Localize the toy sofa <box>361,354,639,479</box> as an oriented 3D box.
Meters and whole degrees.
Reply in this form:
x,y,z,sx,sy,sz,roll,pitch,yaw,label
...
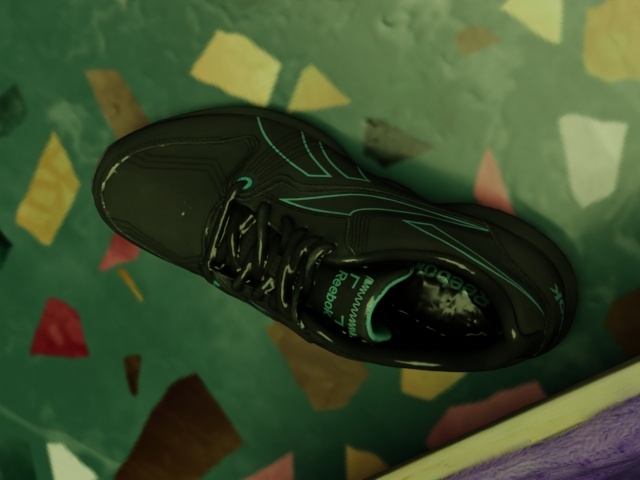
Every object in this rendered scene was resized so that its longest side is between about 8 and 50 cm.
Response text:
x,y,z,sx,sy,sz,roll,pitch,yaw,label
0.123,0.146,0.669,0.363,0.177,0.150,-29,82,24,toy sofa

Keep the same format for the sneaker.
x,y,z,sx,sy,sz,roll,pitch,yaw,label
0.000,0.000,0.734,0.267,0.106,0.101,16,108,11,sneaker
